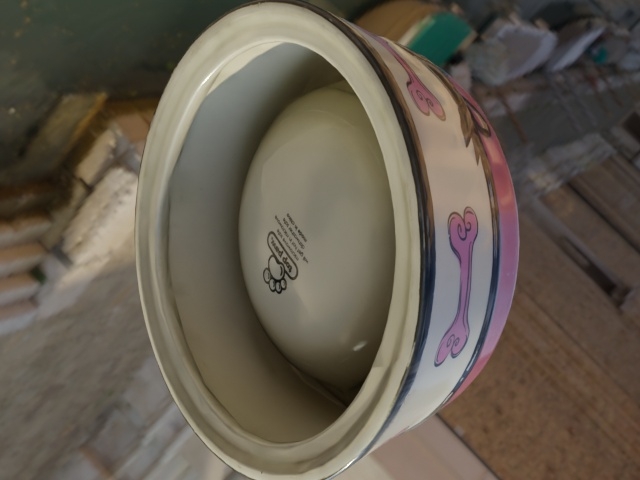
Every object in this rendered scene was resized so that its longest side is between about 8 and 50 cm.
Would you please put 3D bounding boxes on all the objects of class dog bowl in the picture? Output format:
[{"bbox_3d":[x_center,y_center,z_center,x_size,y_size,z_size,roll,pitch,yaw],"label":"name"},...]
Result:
[{"bbox_3d":[0.000,0.000,0.931,0.150,0.408,0.408,-3,144,-40],"label":"dog bowl"}]
